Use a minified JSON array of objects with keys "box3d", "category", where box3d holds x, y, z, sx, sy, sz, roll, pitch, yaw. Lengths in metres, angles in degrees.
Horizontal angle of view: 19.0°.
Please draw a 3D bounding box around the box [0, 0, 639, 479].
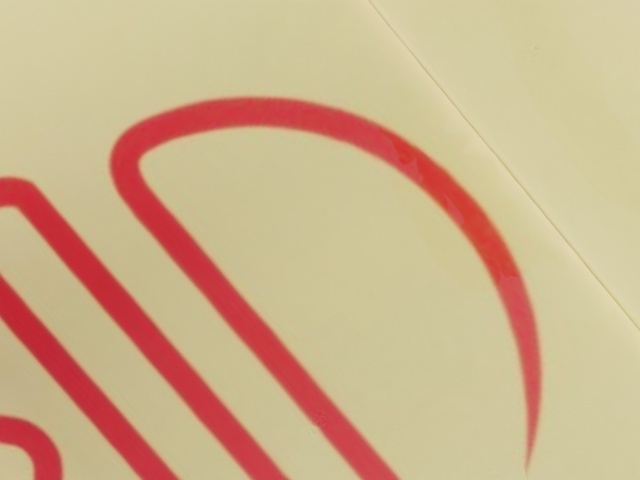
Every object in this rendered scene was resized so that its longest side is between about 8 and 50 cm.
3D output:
[{"box3d":[0.000,0.000,0.647,0.300,0.312,0.314,-40,7,7],"category":"box"}]
